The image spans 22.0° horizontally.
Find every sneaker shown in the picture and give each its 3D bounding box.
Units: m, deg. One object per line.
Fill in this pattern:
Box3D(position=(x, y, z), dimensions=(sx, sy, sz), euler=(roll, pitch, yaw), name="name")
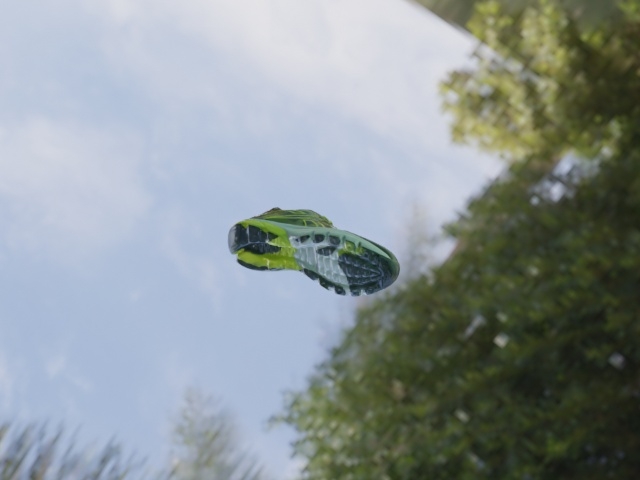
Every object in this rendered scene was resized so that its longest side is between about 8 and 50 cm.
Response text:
Box3D(position=(0.000, 0.000, 0.753), dimensions=(0.083, 0.031, 0.035), euler=(15, -147, 21), name="sneaker")
